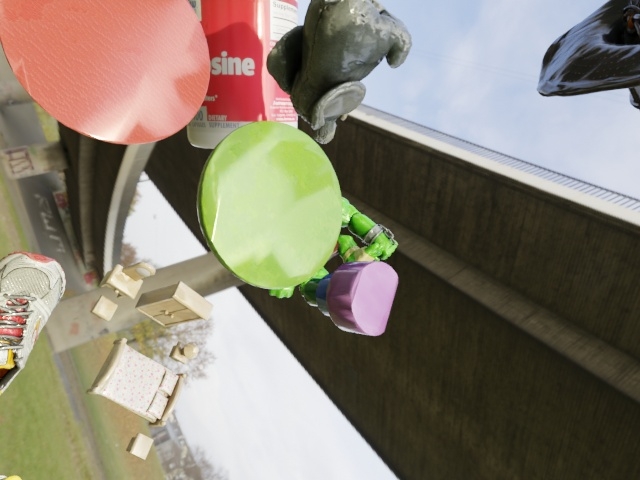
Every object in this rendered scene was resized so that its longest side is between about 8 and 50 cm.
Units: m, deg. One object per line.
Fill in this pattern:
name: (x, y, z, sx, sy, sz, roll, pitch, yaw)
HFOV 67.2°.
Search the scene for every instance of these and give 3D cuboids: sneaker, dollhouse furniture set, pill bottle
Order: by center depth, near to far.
sneaker: (-0.393, 0.114, 0.616, 0.225, 0.088, 0.092, -60, -146, 16)
pill bottle: (-0.159, -0.394, 0.962, 0.229, 0.229, 0.407, 23, -64, 54)
dollhouse furniture set: (-0.413, 0.273, 1.114, 0.174, 0.355, 0.303, -17, -48, 35)

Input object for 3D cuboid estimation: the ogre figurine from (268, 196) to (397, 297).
ogre figurine: (0.000, 0.000, 0.663, 0.118, 0.197, 0.096, 56, -13, 23)

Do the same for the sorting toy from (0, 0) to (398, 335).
sorting toy: (-0.082, -0.040, 0.394, 0.126, 0.127, 0.365, -3, -40, 50)

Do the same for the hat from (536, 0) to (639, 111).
hat: (0.360, -0.174, 0.390, 0.134, 0.331, 0.331, 51, -24, -16)

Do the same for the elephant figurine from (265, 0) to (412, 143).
elephant figurine: (0.009, -0.235, 0.702, 0.239, 0.186, 0.169, -51, -149, 29)

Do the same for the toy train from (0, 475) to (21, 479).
toy train: (-0.542, 0.435, 0.782, 0.046, 0.125, 0.166, -30, -70, 34)
